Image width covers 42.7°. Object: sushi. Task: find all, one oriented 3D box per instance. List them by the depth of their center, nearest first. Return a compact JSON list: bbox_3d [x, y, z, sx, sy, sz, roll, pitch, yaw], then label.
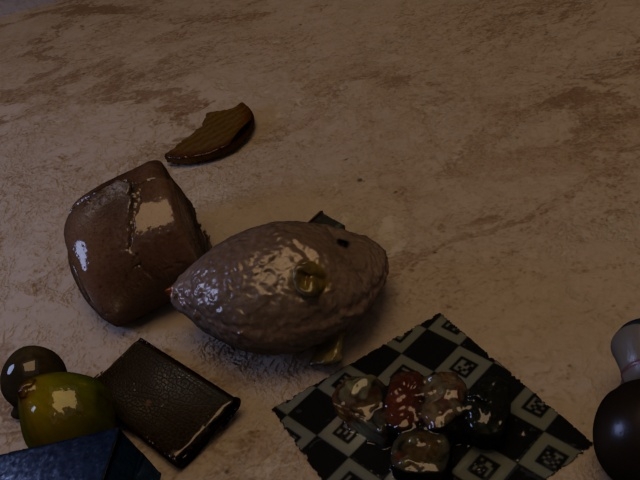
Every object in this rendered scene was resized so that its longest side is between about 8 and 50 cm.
[{"bbox_3d":[0.138,0.234,1.113,0.320,0.068,0.339,-27,40,-17],"label":"sushi"}]

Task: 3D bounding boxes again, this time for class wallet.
[{"bbox_3d":[-0.245,0.241,1.244,0.243,0.039,0.133,23,57,37],"label":"wallet"}]

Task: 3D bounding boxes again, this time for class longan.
[{"bbox_3d":[-0.451,0.226,1.282,0.106,0.106,0.119,14,85,31],"label":"longan"}]

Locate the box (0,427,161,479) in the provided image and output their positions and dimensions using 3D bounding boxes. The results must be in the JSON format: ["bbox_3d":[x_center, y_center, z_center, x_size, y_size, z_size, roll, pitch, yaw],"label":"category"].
[{"bbox_3d":[-0.358,0.392,0.989,0.261,0.116,0.279,-15,35,19],"label":"box"}]

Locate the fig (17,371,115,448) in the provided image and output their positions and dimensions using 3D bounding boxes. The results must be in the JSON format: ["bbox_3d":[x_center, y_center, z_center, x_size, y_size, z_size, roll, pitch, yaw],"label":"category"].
[{"bbox_3d":[-0.369,0.260,1.191,0.153,0.120,0.136,20,66,17],"label":"fig"}]

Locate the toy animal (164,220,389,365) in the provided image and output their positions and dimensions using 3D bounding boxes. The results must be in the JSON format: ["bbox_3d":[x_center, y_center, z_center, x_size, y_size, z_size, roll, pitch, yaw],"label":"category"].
[{"bbox_3d":[-0.068,0.075,1.278,0.358,0.188,0.226,-11,32,4],"label":"toy animal"}]

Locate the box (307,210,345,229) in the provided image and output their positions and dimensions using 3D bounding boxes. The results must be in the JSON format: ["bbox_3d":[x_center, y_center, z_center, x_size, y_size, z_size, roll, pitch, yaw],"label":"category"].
[{"bbox_3d":[0.000,0.000,1.459,0.063,0.060,0.085,28,53,30],"label":"box"}]

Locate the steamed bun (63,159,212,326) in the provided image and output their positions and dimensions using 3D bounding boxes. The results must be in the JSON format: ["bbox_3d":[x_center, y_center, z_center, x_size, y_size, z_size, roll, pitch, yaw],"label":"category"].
[{"bbox_3d":[-0.333,-0.017,1.459,0.252,0.199,0.301,-20,39,-8],"label":"steamed bun"}]

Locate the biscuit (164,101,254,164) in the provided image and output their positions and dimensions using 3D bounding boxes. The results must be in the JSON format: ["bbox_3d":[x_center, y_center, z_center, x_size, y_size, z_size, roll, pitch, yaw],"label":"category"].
[{"bbox_3d":[-0.248,-0.235,1.844,0.229,0.031,0.176,-24,38,-11],"label":"biscuit"}]

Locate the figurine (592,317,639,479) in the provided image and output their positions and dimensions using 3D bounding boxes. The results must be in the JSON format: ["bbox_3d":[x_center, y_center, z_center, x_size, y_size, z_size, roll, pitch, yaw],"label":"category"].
[{"bbox_3d":[0.418,0.218,0.993,0.158,0.161,0.275,32,49,-3],"label":"figurine"}]
